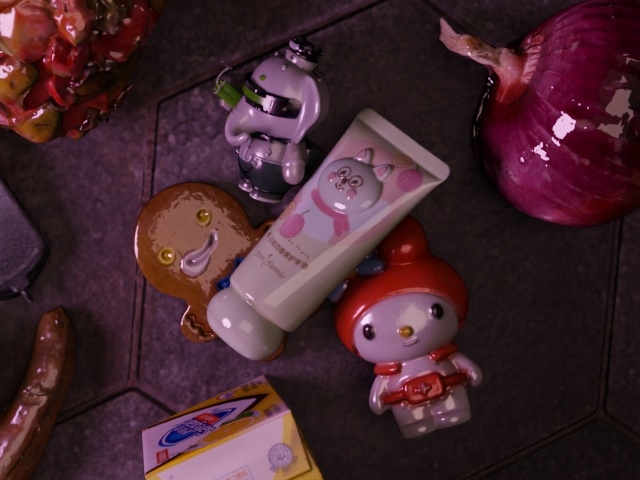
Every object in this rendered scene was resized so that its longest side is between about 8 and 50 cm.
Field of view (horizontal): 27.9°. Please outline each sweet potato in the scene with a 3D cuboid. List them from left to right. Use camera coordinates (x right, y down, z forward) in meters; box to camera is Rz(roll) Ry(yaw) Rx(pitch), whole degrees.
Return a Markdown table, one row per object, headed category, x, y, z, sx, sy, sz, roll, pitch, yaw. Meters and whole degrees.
| category | x | y | z | sx | sy | sz | roll | pitch | yaw |
| --- | --- | --- | --- | --- | --- | --- | --- | --- | --- |
| sweet potato | -0.335 | 0.205 | 1.449 | 0.075 | 0.075 | 0.273 | 26 | 87 | -10 |

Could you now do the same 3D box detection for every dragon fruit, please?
| category | x | y | z | sx | sy | sz | roll | pitch | yaw |
| --- | --- | --- | --- | --- | --- | --- | --- | --- | --- |
| dragon fruit | -0.306 | -0.265 | 1.329 | 0.296 | 0.263 | 0.314 | 20 | 90 | -10 |

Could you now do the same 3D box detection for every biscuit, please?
| category | x | y | z | sx | sy | sz | roll | pitch | yaw |
| --- | --- | --- | --- | --- | --- | --- | --- | --- | --- |
| biscuit | -0.111 | 0.033 | 1.494 | 0.236 | 0.039 | 0.180 | 40 | 88 | -7 |

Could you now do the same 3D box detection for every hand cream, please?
| category | x | y | z | sx | sy | sz | roll | pitch | yaw |
| --- | --- | --- | --- | --- | --- | --- | --- | --- | --- |
| hand cream | 0.000 | 0.000 | 1.435 | 0.306 | 0.093 | 0.147 | -48 | 55 | -2 |

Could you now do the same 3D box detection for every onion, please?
| category | x | y | z | sx | sy | sz | roll | pitch | yaw |
| --- | --- | --- | --- | --- | --- | --- | --- | --- | --- |
| onion | 0.307 | -0.141 | 1.458 | 0.272 | 0.230 | 0.256 | -6 | 95 | -16 |

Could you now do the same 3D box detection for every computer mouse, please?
| category | x | y | z | sx | sy | sz | roll | pitch | yaw |
| --- | --- | --- | --- | --- | --- | --- | --- | --- | --- |
| computer mouse | -0.386 | -0.027 | 1.429 | 0.113 | 0.068 | 0.229 | -35 | 109 | -19 |

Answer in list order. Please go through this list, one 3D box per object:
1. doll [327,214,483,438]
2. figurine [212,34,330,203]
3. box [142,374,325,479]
| category | x | y | z | sx | sy | sz | roll | pitch | yaw |
| --- | --- | --- | --- | --- | --- | --- | --- | --- | --- |
| doll | 0.091 | 0.078 | 1.480 | 0.161 | 0.130 | 0.290 | -18 | 82 | 7 |
| figurine | -0.046 | -0.140 | 1.451 | 0.126 | 0.147 | 0.192 | 9 | 111 | -28 |
| box | -0.099 | 0.236 | 1.391 | 0.168 | 0.265 | 0.097 | -23 | 95 | -5 |
